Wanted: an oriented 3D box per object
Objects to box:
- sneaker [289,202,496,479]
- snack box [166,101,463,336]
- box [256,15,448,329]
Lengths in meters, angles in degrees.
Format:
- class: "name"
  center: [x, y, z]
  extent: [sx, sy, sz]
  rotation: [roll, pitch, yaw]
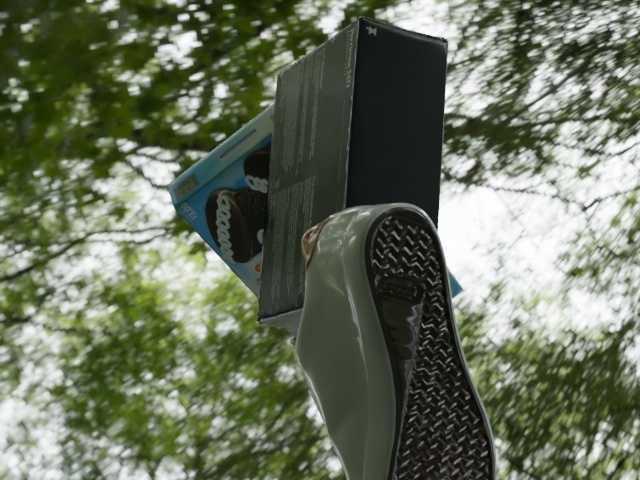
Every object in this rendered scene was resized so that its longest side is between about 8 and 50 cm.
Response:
- class: "sneaker"
  center: [0.046, 0.118, 0.957]
  extent: [0.123, 0.106, 0.290]
  rotation: [-3, -86, 55]
- class: "snack box"
  center: [0.000, 0.000, 1.484]
  extent: [0.187, 0.060, 0.322]
  rotation: [-37, -57, 6]
- class: "box"
  center: [0.029, -0.053, 1.256]
  extent: [0.184, 0.103, 0.261]
  rotation: [157, -60, -64]
